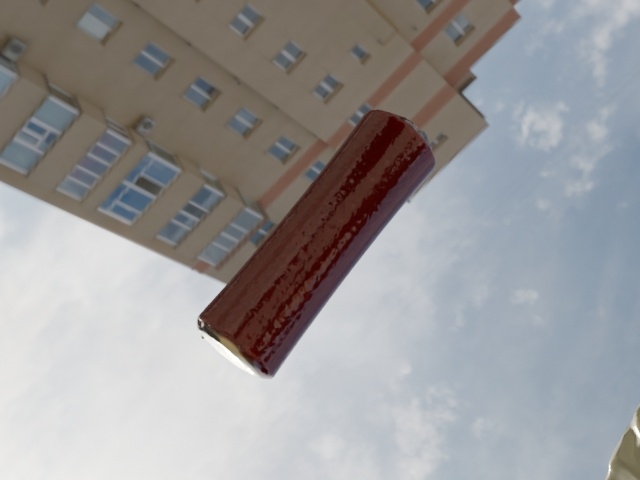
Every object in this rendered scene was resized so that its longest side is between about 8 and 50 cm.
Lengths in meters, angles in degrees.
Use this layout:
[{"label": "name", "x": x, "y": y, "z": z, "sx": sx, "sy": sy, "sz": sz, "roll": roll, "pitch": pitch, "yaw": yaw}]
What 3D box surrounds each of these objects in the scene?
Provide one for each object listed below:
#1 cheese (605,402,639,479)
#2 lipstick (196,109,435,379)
[{"label": "cheese", "x": 0.321, "y": 0.079, "z": 0.413, "sx": 0.153, "sy": 0.332, "sz": 0.292, "roll": 45, "pitch": -53, "yaw": 47}, {"label": "lipstick", "x": 0.000, "y": 0.000, "z": 0.657, "sx": 0.080, "sy": 0.080, "sz": 0.241, "roll": 22, "pitch": -113, "yaw": 44}]
